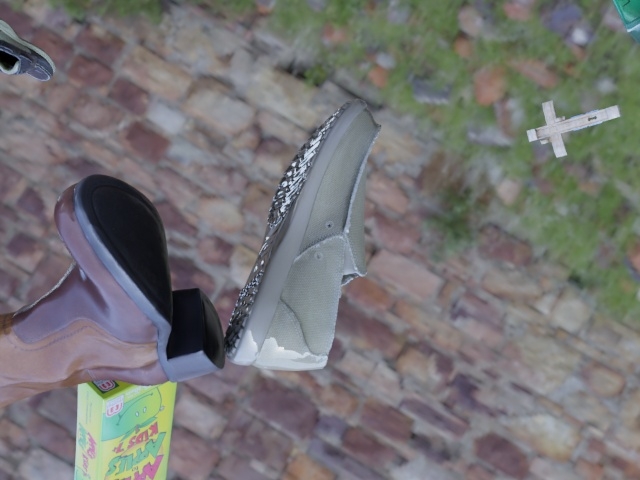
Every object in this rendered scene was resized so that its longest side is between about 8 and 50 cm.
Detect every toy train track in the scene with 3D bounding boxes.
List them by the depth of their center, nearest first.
[{"bbox_3d":[0.209,-0.097,1.005,0.083,0.048,0.014,-14,-178,35],"label":"toy train track"}]

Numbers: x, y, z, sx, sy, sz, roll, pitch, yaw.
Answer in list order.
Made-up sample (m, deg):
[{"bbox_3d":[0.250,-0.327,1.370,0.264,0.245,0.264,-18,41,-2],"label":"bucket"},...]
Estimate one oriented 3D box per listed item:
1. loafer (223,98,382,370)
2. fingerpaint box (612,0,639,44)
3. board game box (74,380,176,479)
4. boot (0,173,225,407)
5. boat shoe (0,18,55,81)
[{"bbox_3d":[0.000,0.000,1.062,0.092,0.268,0.102,28,160,-14],"label":"loafer"},{"bbox_3d":[0.427,-0.422,1.556,0.371,0.163,0.445,20,-133,-58],"label":"fingerpaint box"},{"bbox_3d":[-0.198,0.194,1.220,0.043,0.092,0.181,37,134,30],"label":"board game box"},{"bbox_3d":[-0.246,0.058,0.964,0.280,0.096,0.264,-11,154,9],"label":"boot"},{"bbox_3d":[-0.402,-0.238,1.563,0.056,0.049,0.152,-1,161,26],"label":"boat shoe"}]
